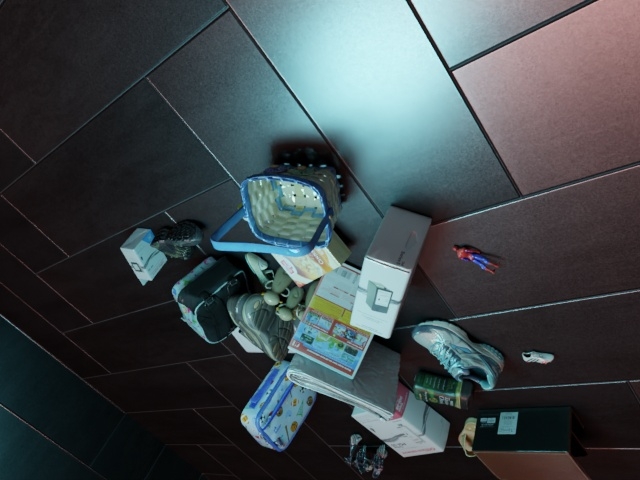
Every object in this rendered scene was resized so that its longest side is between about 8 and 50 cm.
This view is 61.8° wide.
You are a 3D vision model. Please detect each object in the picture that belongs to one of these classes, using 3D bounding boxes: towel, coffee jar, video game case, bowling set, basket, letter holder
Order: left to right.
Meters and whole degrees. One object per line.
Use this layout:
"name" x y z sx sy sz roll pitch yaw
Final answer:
"basket" -0.091 -0.062 1.267 0.255 0.288 0.201 5 131 23
"bowling set" -0.042 0.222 1.631 0.287 0.154 0.199 25 138 4
"video game case" 0.060 0.217 1.510 0.204 0.285 0.025 26 176 3
"towel" 0.082 0.374 1.602 0.317 0.332 0.053 24 111 4
"coffee jar" 0.397 0.482 1.718 0.185 0.079 0.096 5 134 24
"letter holder" 0.674 0.652 1.691 0.302 0.152 0.214 -18 124 39

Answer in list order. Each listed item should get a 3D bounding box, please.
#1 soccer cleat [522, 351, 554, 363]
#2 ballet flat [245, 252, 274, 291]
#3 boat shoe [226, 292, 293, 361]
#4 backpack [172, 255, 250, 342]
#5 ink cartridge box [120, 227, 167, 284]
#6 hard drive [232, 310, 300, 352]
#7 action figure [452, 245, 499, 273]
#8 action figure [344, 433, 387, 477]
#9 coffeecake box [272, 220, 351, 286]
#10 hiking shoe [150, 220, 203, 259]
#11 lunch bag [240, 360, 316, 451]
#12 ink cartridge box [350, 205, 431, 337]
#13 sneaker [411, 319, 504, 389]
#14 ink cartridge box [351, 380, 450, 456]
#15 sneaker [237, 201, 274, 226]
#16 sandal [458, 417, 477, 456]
"soccer cleat" 0.603 0.323 1.486 0.083 0.029 0.035 -11 130 41
"ballet flat" -0.179 0.091 1.661 0.053 0.057 0.168 -19 129 7
"boat shoe" -0.189 0.267 1.708 0.130 0.132 0.355 16 147 28
"backpack" -0.339 0.195 1.717 0.191 0.225 0.253 29 149 33
"ink cartridge box" -0.582 0.059 1.793 0.060 0.104 0.180 5 134 23
"hard drive" -0.186 0.324 1.898 0.308 0.040 0.203 -8 128 33
"action figure" 0.381 0.042 1.321 0.115 0.030 0.038 25 134 10
"action figure" 0.192 0.885 2.198 0.164 0.140 0.275 17 164 1
"coffeecake box" -0.032 0.030 1.466 0.142 0.068 0.186 51 135 -8
"hiking shoe" -0.430 0.006 1.691 0.227 0.086 0.114 -6 143 39
"lunch bag" -0.151 0.604 1.964 0.115 0.303 0.243 4 135 37
"ink cartridge box" 0.173 0.081 1.341 0.115 0.198 0.272 20 138 11
"sneaker" 0.391 0.328 1.532 0.283 0.122 0.110 25 138 4
"ink cartridge box" 0.288 0.639 1.905 0.283 0.117 0.207 41 137 -15
"sneaker" -0.159 -0.067 1.482 0.144 0.053 0.059 18 138 24
"sandal" 0.528 0.718 1.886 0.088 0.079 0.239 10 136 19
